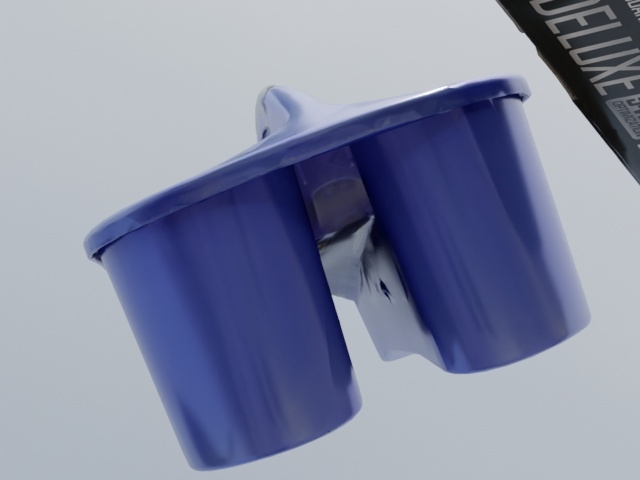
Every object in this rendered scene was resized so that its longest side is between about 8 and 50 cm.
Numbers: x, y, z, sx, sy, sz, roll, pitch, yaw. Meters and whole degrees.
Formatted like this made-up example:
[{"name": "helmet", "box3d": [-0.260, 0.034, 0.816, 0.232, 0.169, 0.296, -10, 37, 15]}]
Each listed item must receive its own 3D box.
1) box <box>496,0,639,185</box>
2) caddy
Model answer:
[{"name": "box", "box3d": [0.130, -0.188, 0.543, 0.307, 0.076, 0.242, 38, -128, -45]}, {"name": "caddy", "box3d": [0.000, 0.000, 0.699, 0.241, 0.341, 0.179, -19, -92, -7]}]
